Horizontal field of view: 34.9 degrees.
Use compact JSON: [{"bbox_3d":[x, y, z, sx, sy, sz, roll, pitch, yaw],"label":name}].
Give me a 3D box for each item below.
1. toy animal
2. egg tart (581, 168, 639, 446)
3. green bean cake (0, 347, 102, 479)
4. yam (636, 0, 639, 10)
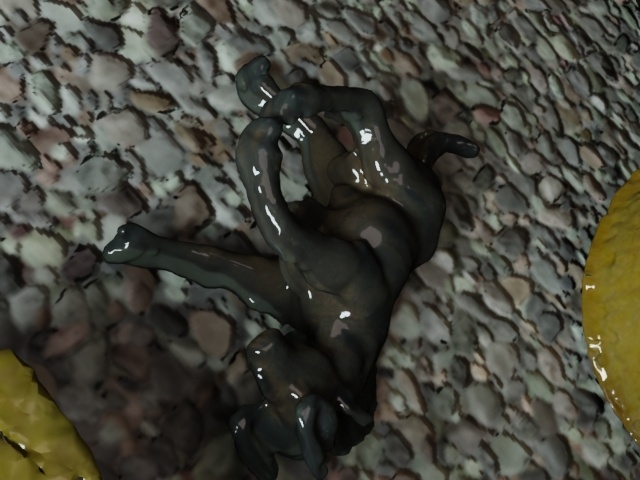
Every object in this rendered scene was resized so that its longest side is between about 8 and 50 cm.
[{"bbox_3d":[0.000,0.000,0.484,0.148,0.084,0.232,51,43,-21],"label":"toy animal"},{"bbox_3d":[0.262,0.036,0.552,0.215,0.171,0.215,5,75,-17],"label":"egg tart"},{"bbox_3d":[-0.139,0.159,0.272,0.229,0.131,0.224,48,49,3],"label":"green bean cake"},{"bbox_3d":[0.269,-0.213,0.718,0.131,0.131,0.279,-11,72,-35],"label":"yam"}]
